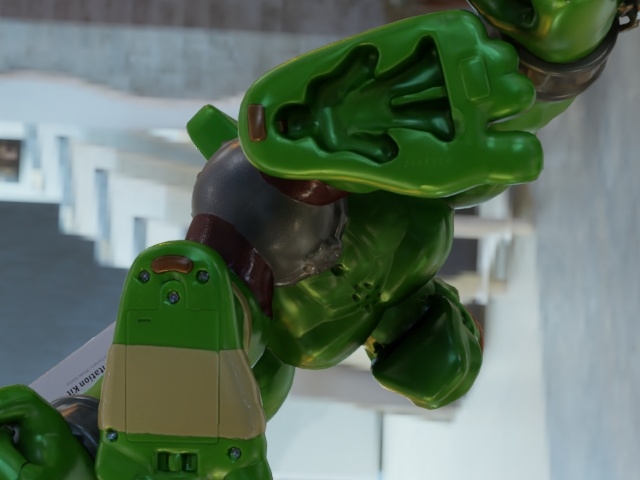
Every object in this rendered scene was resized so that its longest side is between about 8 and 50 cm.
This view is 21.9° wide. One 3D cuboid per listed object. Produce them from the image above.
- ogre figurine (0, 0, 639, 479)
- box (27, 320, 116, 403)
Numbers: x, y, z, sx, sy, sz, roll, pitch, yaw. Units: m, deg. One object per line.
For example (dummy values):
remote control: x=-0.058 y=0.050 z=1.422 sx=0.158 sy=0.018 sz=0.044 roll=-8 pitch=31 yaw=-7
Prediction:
ogre figurine: x=0.000 y=0.000 z=0.407 sx=0.197 sy=0.097 sz=0.118 roll=-64 pitch=-9 yaw=5
box: x=-0.130 y=0.108 z=0.895 sx=0.038 sy=0.186 sz=0.145 roll=52 pitch=178 yaw=20
